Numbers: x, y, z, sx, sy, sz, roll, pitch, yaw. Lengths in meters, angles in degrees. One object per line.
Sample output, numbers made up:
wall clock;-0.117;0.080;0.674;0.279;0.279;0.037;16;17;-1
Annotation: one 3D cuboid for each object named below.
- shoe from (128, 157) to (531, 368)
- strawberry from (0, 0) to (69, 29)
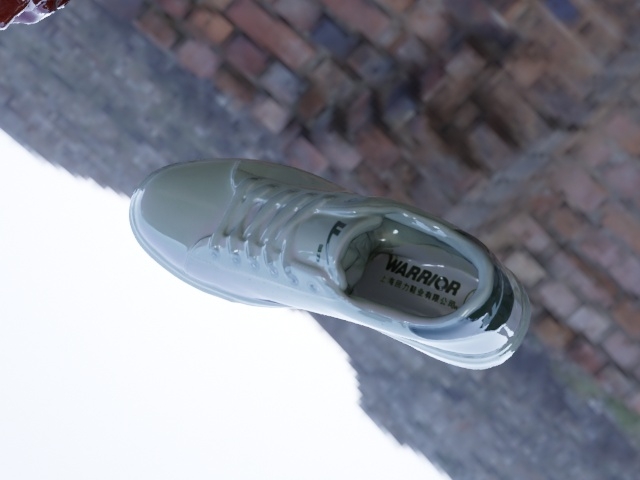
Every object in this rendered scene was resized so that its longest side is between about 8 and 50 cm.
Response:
shoe;0.000;0.000;1.046;0.265;0.095;0.110;17;170;12
strawberry;-0.214;-0.120;0.649;0.234;0.178;0.234;45;-178;-2
